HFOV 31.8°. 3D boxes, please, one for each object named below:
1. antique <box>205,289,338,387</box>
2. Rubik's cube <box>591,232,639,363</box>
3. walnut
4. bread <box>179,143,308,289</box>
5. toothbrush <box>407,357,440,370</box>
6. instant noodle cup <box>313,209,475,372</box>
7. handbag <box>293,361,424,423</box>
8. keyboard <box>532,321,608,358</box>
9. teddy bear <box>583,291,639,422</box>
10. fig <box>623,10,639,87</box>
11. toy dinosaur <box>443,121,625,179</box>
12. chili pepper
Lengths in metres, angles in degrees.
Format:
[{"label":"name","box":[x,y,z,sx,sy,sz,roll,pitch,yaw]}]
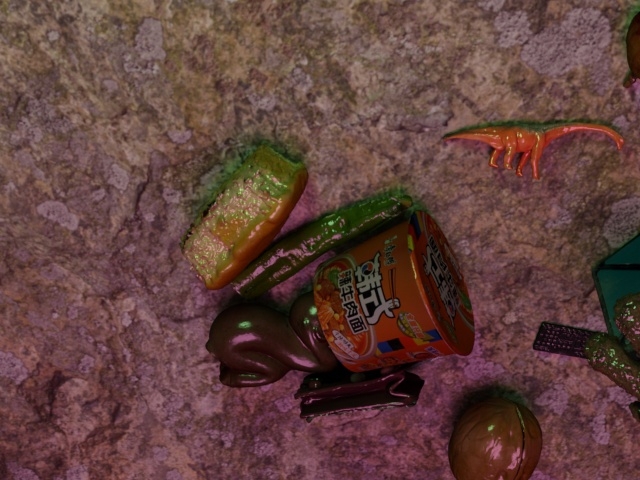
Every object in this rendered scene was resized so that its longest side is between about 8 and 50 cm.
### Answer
[{"label":"antique","box":[-0.070,0.159,1.950,0.257,0.121,0.143,-11,129,7]},{"label":"Rubik's cube","box":[0.626,0.116,1.828,0.255,0.259,0.260,37,115,-19]},{"label":"walnut","box":[0.321,0.380,2.067,0.167,0.167,0.207,13,124,-7]},{"label":"bread","box":[-0.124,-0.037,1.807,0.121,0.174,0.245,39,116,1]},{"label":"toothbrush","box":[0.127,0.245,2.067,0.219,0.016,0.019,-25,117,17]},{"label":"instant noodle cup","box":[0.117,0.095,1.844,0.192,0.250,0.250,-20,121,22]},{"label":"handbag","box":[0.069,0.253,1.969,0.216,0.203,0.074,-10,91,13]},{"label":"keyboard","box":[0.489,0.190,2.023,0.204,0.013,0.061,11,122,-5]},{"label":"teddy bear","box":[0.512,0.202,1.666,0.251,0.129,0.182,28,124,-14]},{"label":"fig","box":[0.510,-0.290,1.677,0.119,0.153,0.119,0,81,2]},{"label":"toy dinosaur","box":[0.336,-0.148,1.782,0.280,0.055,0.101,8,100,-1]},{"label":"chili pepper","box":[0.001,0.000,1.878,0.359,0.076,0.085,-30,144,23]}]
